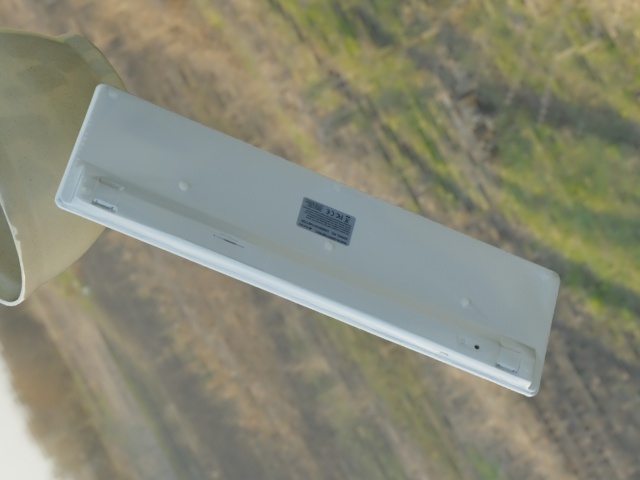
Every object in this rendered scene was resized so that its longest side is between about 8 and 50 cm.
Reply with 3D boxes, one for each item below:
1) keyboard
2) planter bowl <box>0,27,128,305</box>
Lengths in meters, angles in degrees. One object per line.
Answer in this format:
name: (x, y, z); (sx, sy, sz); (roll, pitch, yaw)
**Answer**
keyboard: (0.000, 0.000, 0.842); (0.014, 0.256, 0.072); (129, 160, -53)
planter bowl: (-0.172, -0.058, 1.009); (0.162, 0.109, 0.162); (43, 150, 33)
